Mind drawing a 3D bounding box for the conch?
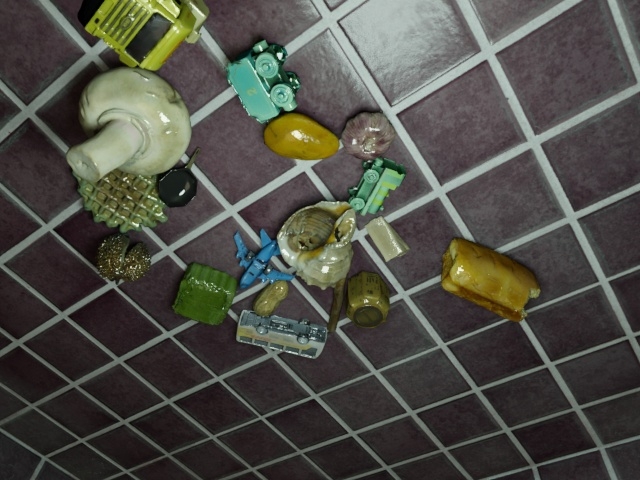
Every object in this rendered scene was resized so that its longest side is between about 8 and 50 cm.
[{"bbox_3d":[0.000,-0.002,1.652,0.263,0.186,0.324,28,108,-7],"label":"conch"}]

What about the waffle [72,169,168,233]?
[{"bbox_3d":[-0.658,-0.164,1.674,0.291,0.056,0.310,-5,123,8],"label":"waffle"}]

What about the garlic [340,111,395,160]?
[{"bbox_3d":[0.138,-0.301,1.479,0.159,0.102,0.147,-12,121,12],"label":"garlic"}]

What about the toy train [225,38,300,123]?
[{"bbox_3d":[-0.155,-0.441,1.410,0.162,0.112,0.203,-16,121,23],"label":"toy train"}]

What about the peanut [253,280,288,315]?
[{"bbox_3d":[-0.184,0.212,1.866,0.083,0.093,0.194,45,123,8],"label":"peanut"}]

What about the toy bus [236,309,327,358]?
[{"bbox_3d":[-0.152,0.362,1.960,0.342,0.097,0.138,14,127,-4],"label":"toy bus"}]

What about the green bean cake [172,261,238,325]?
[{"bbox_3d":[-0.423,0.203,1.868,0.200,0.113,0.214,21,123,-8],"label":"green bean cake"}]

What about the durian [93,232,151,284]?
[{"bbox_3d":[-0.684,0.074,1.760,0.195,0.196,0.167,20,135,-8],"label":"durian"}]

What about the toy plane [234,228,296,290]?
[{"bbox_3d":[-0.219,0.087,1.781,0.254,0.105,0.271,37,117,-2],"label":"toy plane"}]

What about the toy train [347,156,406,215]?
[{"bbox_3d":[0.168,-0.162,1.584,0.132,0.083,0.200,17,127,-14],"label":"toy train"}]

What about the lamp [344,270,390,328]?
[{"bbox_3d":[0.163,0.206,1.773,0.161,0.185,0.161,1,126,2],"label":"lamp"}]

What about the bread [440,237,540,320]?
[{"bbox_3d":[0.564,0.124,1.677,0.343,0.195,0.149,23,143,-11],"label":"bread"}]

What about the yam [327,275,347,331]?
[{"bbox_3d":[0.062,0.213,1.872,0.045,0.045,0.327,22,127,18],"label":"yam"}]

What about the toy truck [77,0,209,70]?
[{"bbox_3d":[-0.384,-0.556,1.179,0.254,0.405,0.180,35,121,-29],"label":"toy truck"}]

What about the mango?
[{"bbox_3d":[-0.054,-0.300,1.489,0.227,0.110,0.147,9,136,-1],"label":"mango"}]

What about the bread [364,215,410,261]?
[{"bbox_3d":[0.228,-0.009,1.718,0.077,0.105,0.152,-31,85,24],"label":"bread"}]

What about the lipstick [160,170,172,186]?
[{"bbox_3d":[-0.503,-0.232,1.628,0.037,0.037,0.116,-2,121,7],"label":"lipstick"}]

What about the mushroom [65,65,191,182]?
[{"bbox_3d":[-0.552,-0.313,1.453,0.356,0.315,0.315,-45,115,-8],"label":"mushroom"}]

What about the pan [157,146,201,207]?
[{"bbox_3d":[-0.437,-0.200,1.634,0.202,0.048,0.128,-44,138,-8],"label":"pan"}]
